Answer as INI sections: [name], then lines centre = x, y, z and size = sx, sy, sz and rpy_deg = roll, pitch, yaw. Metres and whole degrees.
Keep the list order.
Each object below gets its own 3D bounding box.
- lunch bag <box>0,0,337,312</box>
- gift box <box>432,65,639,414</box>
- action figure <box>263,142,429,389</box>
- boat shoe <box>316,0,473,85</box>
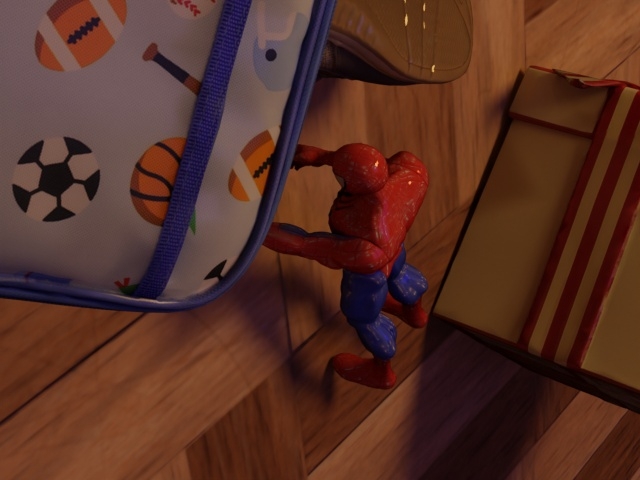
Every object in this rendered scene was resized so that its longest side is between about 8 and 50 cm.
[lunch bag]
centre = -0.095, -0.125, 0.555
size = 0.243, 0.115, 0.303
rpy_deg = 10, 105, -31
[gift box]
centre = 0.270, 0.001, 1.102
size = 0.276, 0.255, 0.258
rpy_deg = 34, 78, -60
[action figure]
centre = 0.000, 0.000, 0.867
size = 0.280, 0.139, 0.091
rpy_deg = 87, 29, -66
[boat shoe]
centre = -0.012, -0.141, 0.768
size = 0.285, 0.092, 0.102
rpy_deg = 0, 85, -54
